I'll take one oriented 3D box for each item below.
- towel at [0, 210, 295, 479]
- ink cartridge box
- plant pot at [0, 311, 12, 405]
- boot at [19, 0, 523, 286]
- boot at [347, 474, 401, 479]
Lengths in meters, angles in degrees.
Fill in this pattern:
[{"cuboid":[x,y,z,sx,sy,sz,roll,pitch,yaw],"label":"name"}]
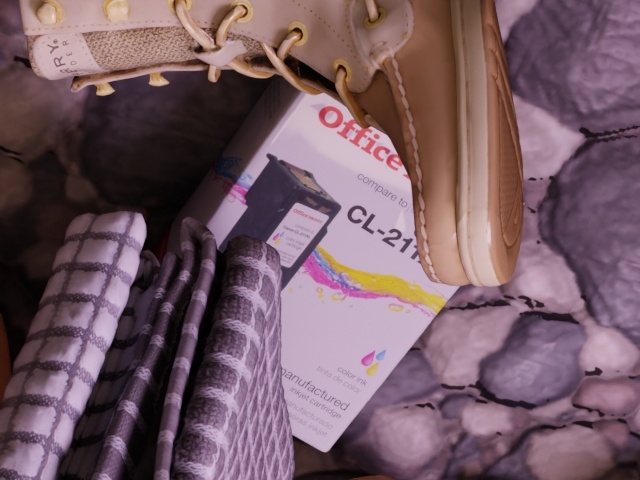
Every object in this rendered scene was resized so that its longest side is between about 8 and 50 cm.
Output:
[{"cuboid":[-0.079,0.153,0.712,0.121,0.235,0.283,11,141,4],"label":"towel"},{"cuboid":[0.000,0.000,0.800,0.127,0.072,0.175,31,111,-14],"label":"ink cartridge box"},{"cuboid":[-0.265,0.117,0.754,0.204,0.291,0.290,4,116,-21],"label":"plant pot"},{"cuboid":[-0.025,-0.083,0.678,0.203,0.262,0.095,-11,153,6],"label":"boot"},{"cuboid":[0.032,0.206,0.863,0.197,0.073,0.152,12,126,-40],"label":"boot"}]
